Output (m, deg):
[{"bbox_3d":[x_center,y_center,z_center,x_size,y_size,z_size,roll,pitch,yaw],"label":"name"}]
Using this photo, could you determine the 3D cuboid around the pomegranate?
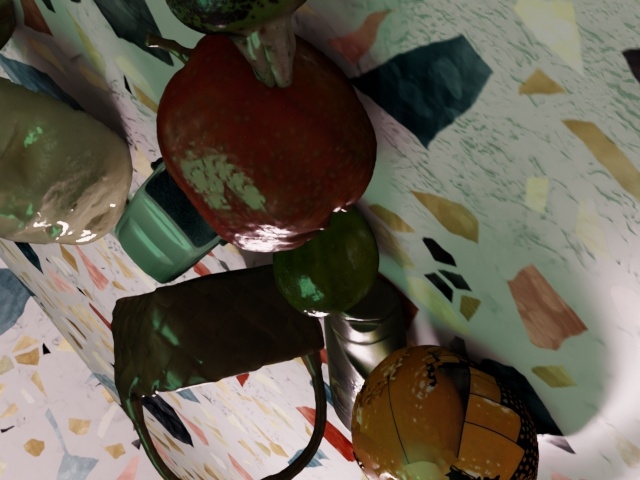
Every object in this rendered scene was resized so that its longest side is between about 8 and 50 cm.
[{"bbox_3d":[-0.065,-0.215,1.098,0.125,0.138,0.163,47,154,39],"label":"pomegranate"}]

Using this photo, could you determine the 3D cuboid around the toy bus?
[{"bbox_3d":[-0.168,-0.039,1.642,0.133,0.165,0.271,48,161,-2],"label":"toy bus"}]

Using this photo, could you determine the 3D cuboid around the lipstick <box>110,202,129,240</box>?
[{"bbox_3d":[-0.361,-0.058,2.189,0.264,0.059,0.059,44,161,7],"label":"lipstick"}]

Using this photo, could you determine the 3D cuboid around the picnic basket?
[{"bbox_3d":[-0.131,0.202,1.783,0.337,0.293,0.337,167,90,-70],"label":"picnic basket"}]

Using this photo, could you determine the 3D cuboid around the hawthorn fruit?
[{"bbox_3d":[-0.067,-0.115,1.232,0.253,0.205,0.205,49,161,-3],"label":"hawthorn fruit"}]

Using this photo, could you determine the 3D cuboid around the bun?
[{"bbox_3d":[-0.449,-0.106,1.914,0.359,0.211,0.360,22,174,3],"label":"bun"}]

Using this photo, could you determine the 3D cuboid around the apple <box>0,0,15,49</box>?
[{"bbox_3d":[-0.563,-0.337,1.914,0.188,0.174,0.207,44,177,16],"label":"apple"}]

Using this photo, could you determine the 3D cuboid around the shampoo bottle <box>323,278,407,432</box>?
[{"bbox_3d":[0.059,0.152,1.669,0.125,0.084,0.350,41,160,22],"label":"shampoo bottle"}]

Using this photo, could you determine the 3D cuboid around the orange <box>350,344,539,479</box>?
[{"bbox_3d":[0.145,0.231,1.512,0.234,0.182,0.234,39,147,32],"label":"orange"}]

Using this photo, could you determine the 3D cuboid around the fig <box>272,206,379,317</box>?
[{"bbox_3d":[0.000,0.000,1.445,0.123,0.123,0.156,17,134,55],"label":"fig"}]
